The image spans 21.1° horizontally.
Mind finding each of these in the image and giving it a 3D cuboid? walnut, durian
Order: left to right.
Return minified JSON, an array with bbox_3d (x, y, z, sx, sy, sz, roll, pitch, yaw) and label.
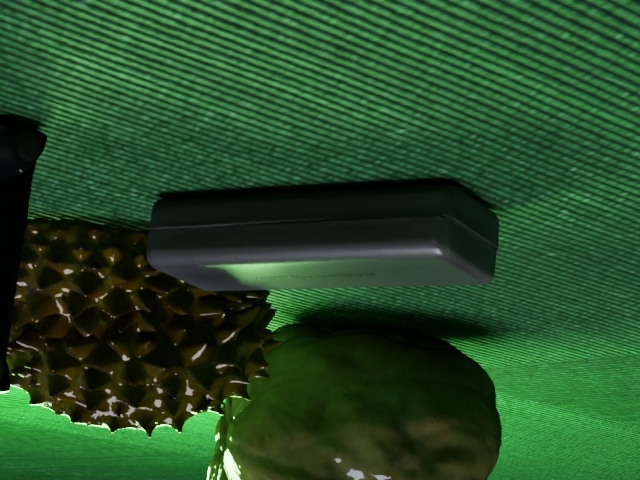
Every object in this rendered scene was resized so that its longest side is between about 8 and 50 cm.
[{"bbox_3d":[-0.164,0.069,1.391,0.260,0.187,0.154,-8,173,-1],"label":"durian"},{"bbox_3d":[0.029,0.210,1.679,0.276,0.282,0.253,1,-154,-11],"label":"walnut"}]

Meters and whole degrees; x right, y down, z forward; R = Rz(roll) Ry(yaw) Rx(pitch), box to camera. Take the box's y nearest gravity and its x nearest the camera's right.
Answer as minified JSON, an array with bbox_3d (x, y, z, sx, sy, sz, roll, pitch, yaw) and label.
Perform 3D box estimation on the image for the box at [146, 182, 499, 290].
[{"bbox_3d":[0.000,0.000,1.233,0.243,0.055,0.103,-2,165,28],"label":"box"}]

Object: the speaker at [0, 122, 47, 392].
[{"bbox_3d":[-0.336,0.005,1.110,0.254,0.184,0.232,-6,162,44],"label":"speaker"}]
